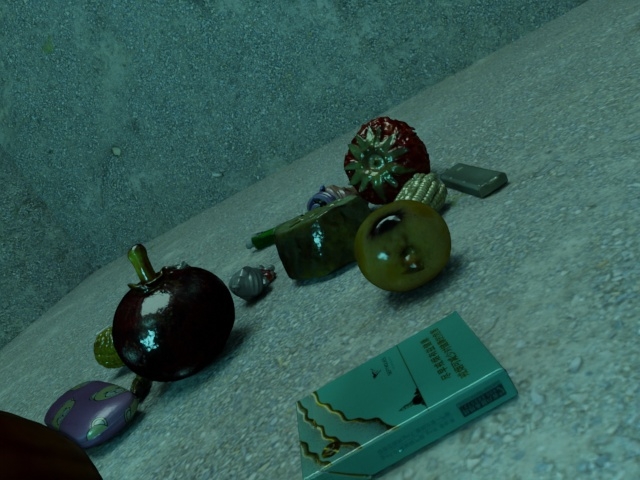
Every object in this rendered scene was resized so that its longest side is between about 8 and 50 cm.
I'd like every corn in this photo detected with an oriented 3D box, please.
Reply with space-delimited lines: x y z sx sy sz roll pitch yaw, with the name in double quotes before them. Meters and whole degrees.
"corn" -0.363 0.193 1.374 0.363 0.120 0.120 -27 15 24
"corn" 0.172 -0.049 1.165 0.087 0.087 0.211 -15 28 47

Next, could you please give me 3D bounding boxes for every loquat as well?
"loquat" 0.126 0.008 0.947 0.163 0.137 0.163 -48 12 14

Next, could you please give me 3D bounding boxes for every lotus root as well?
"lotus root" 0.000 0.000 1.258 0.235 0.119 0.138 -18 14 39

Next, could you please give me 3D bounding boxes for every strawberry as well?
"strawberry" 0.177 -0.187 1.419 0.205 0.205 0.244 -21 -3 35

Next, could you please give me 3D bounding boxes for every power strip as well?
"power strip" 0.301 -0.125 1.238 0.060 0.027 0.252 -33 15 -1

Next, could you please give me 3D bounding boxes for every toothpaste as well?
"toothpaste" -0.109 -0.028 1.721 0.248 0.047 0.078 -22 19 26

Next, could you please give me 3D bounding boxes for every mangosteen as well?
"mangosteen" -0.288 0.126 1.146 0.235 0.261 0.235 -21 21 8

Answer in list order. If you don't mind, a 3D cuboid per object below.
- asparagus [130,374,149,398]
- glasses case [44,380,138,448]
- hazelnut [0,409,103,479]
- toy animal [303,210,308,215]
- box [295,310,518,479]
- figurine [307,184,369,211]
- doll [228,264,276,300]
"asparagus" -0.358 0.279 1.245 0.030 0.036 0.165 -52 13 9
"glasses case" -0.445 0.328 1.173 0.123 0.076 0.316 -42 18 -33
"hazelnut" -0.385 0.312 0.509 0.421 0.421 0.352 0 79 64
"toy animal" -0.028 -0.028 1.496 0.085 0.071 0.124 -38 11 5
"box" 0.081 0.175 0.677 0.229 0.041 0.162 -31 14 3
"figurine" 0.058 -0.082 1.436 0.157 0.126 0.114 -24 -16 -25
"doll" -0.152 0.089 1.382 0.094 0.079 0.180 -1 11 18
